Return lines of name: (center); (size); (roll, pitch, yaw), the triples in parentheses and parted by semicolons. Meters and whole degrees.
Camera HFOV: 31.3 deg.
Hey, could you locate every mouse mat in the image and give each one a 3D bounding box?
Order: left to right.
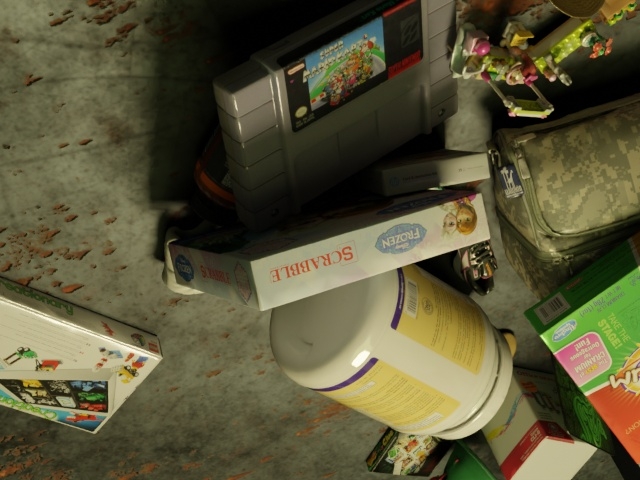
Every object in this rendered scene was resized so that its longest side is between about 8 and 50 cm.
mouse mat: (0.457, 0.273, 1.998); (0.007, 0.189, 0.152); (-32, 136, 34)

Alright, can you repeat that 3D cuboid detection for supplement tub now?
supplement tub: (-0.102, -0.113, 1.523); (0.106, 0.106, 0.198); (16, 124, -29)
supplement tub: (0.114, 0.156, 1.742); (0.331, 0.241, 0.241); (31, 116, -37)

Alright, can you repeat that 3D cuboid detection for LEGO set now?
LEGO set: (0.308, -0.240, 1.515); (0.287, 0.107, 0.132); (-17, 144, -20)

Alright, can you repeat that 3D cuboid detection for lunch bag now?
lunch bag: (0.402, -0.079, 1.661); (0.305, 0.212, 0.256); (-17, 117, -4)

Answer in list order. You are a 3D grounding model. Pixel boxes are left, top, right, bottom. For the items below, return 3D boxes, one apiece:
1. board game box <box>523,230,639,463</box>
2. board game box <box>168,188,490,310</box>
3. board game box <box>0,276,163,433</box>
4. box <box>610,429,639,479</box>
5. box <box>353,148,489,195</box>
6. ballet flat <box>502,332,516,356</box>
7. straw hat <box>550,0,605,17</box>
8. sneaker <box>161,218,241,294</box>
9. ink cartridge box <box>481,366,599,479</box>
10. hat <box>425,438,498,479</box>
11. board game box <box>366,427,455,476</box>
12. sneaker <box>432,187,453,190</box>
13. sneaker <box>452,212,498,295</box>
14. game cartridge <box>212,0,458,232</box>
board game box: (0.474, 0.148, 1.639); (0.242, 0.064, 0.316); (-37, 120, 8)
board game box: (0.000, 0.000, 1.482); (0.319, 0.318, 0.066); (-17, 101, -24)
board game box: (-0.417, 0.176, 1.712); (0.305, 0.053, 0.193); (26, 118, -35)
box: (0.771, 0.255, 2.015); (0.472, 0.297, 0.480); (-19, 134, -4)
box: (0.133, -0.095, 1.570); (0.145, 0.186, 0.038); (-10, 99, -9)
ballet flat: (0.250, 0.244, 1.950); (0.232, 0.073, 0.080); (-33, 121, -3)
straw hat: (0.306, -0.345, 1.471); (0.144, 0.144, 0.061); (17, 164, -30)
sneaker: (-0.115, 0.008, 1.641); (0.232, 0.090, 0.115); (-10, 129, -11)
ink cartridge box: (0.380, 0.333, 2.033); (0.128, 0.176, 0.127); (14, 122, -29)
hat: (0.227, 0.468, 2.046); (0.183, 0.173, 0.208); (-40, 168, -3)
board game box: (0.198, 0.335, 2.076); (0.136, 0.030, 0.259); (13, 125, -25)
sneaker: (0.164, -0.054, 1.708); (0.098, 0.038, 0.069); (30, 116, -36)
sneaker: (0.244, 0.018, 1.759); (0.072, 0.077, 0.178); (-29, 141, -5)
game cartridge: (0.034, -0.182, 1.442); (0.355, 0.068, 0.230); (-32, 142, -24)
